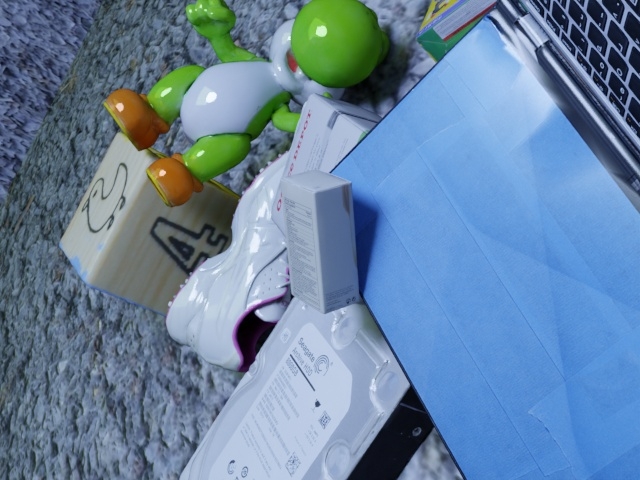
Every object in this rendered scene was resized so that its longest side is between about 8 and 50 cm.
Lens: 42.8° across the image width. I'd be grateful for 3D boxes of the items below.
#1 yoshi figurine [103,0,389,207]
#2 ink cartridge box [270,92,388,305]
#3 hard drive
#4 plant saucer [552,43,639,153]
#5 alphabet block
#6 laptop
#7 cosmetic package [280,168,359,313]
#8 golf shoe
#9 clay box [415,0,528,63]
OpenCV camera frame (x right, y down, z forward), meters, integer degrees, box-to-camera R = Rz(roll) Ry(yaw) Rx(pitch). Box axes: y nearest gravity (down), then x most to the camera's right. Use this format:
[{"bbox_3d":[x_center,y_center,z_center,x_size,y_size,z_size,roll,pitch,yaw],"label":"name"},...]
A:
[{"bbox_3d":[-0.069,-0.196,0.995,0.362,0.204,0.203,-31,41,-9],"label":"yoshi figurine"},{"bbox_3d":[0.035,-0.049,0.867,0.160,0.092,0.219,-70,24,17],"label":"ink cartridge box"},{"bbox_3d":[-0.022,0.209,0.859,0.339,0.064,0.237,-56,34,9],"label":"hard drive"},{"bbox_3d":[0.219,-0.112,0.757,0.310,0.050,0.311,-32,44,38],"label":"plant saucer"},{"bbox_3d":[-0.234,-0.017,1.187,0.192,0.193,0.197,31,93,56],"label":"alphabet block"},{"bbox_3d":[0.137,-0.018,0.525,0.236,0.408,0.382,-29,67,-2],"label":"laptop"},{"bbox_3d":[0.000,0.000,0.725,0.060,0.041,0.115,28,129,52],"label":"cosmetic package"},{"bbox_3d":[-0.061,0.026,1.021,0.140,0.115,0.306,35,94,30],"label":"golf shoe"},{"bbox_3d":[0.183,-0.283,0.863,0.127,0.053,0.222,-31,25,40],"label":"clay box"}]
